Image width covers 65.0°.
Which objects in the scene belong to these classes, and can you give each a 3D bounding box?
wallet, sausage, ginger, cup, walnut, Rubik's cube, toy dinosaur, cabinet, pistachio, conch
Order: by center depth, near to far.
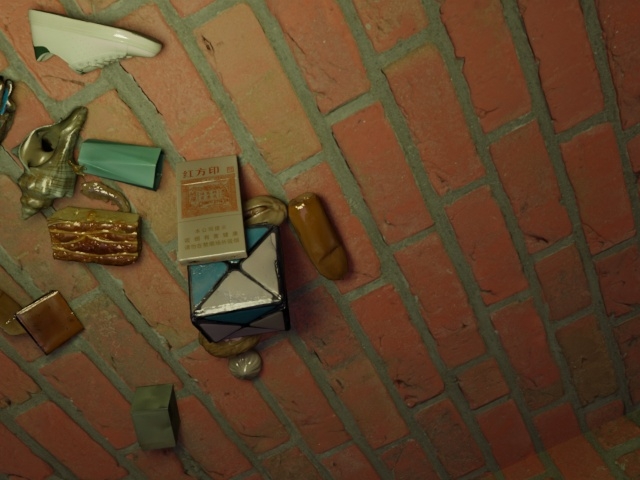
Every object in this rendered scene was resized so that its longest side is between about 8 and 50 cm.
[{"bbox_3d":[-0.738,-0.213,1.547,0.041,0.026,0.113,4,155,10],"label":"toy dinosaur"},{"bbox_3d":[-0.848,-0.244,1.564,0.203,0.170,0.385,24,77,-37],"label":"conch"},{"bbox_3d":[-0.631,-0.249,1.600,0.236,0.148,0.134,12,81,-7],"label":"cup"},{"bbox_3d":[-0.265,0.146,1.662,0.306,0.306,0.310,-6,155,-4],"label":"Rubik's cube"},{"bbox_3d":[-0.709,-0.146,1.673,0.174,0.051,0.069,32,110,-17],"label":"ginger"},{"bbox_3d":[-0.219,-0.078,1.723,0.215,0.144,0.143,-18,115,5],"label":"pistachio"},{"bbox_3d":[-0.003,-0.001,1.791,0.134,0.116,0.353,-37,119,-24],"label":"sausage"},{"bbox_3d":[-0.971,0.291,1.807,0.161,0.042,0.195,-38,118,-25],"label":"wallet"},{"bbox_3d":[-0.334,0.336,1.862,0.245,0.198,0.198,-20,115,-3],"label":"walnut"},{"bbox_3d":[-0.660,0.708,2.018,0.150,0.145,0.205,-5,115,-5],"label":"cabinet"}]

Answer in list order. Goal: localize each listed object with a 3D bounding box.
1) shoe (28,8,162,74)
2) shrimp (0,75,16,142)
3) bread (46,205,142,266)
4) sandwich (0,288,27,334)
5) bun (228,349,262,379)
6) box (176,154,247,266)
[{"bbox_3d":[-0.652,-0.548,1.454,0.364,0.131,0.160,11,112,-7],"label":"shoe"},{"bbox_3d":[-1.063,-0.315,1.495,0.445,0.110,0.221,-46,147,8],"label":"shrimp"},{"bbox_3d":[-0.746,-0.011,1.681,0.275,0.114,0.184,5,128,-11],"label":"bread"},{"bbox_3d":[-1.103,0.266,1.780,0.096,0.094,0.258,-48,118,-30],"label":"sandwich"},{"bbox_3d":[-0.300,0.505,2.000,0.139,0.094,0.138,-3,118,-5],"label":"bun"},{"bbox_3d":[-0.348,-0.103,1.593,0.205,0.364,0.051,-9,153,-3],"label":"box"}]
